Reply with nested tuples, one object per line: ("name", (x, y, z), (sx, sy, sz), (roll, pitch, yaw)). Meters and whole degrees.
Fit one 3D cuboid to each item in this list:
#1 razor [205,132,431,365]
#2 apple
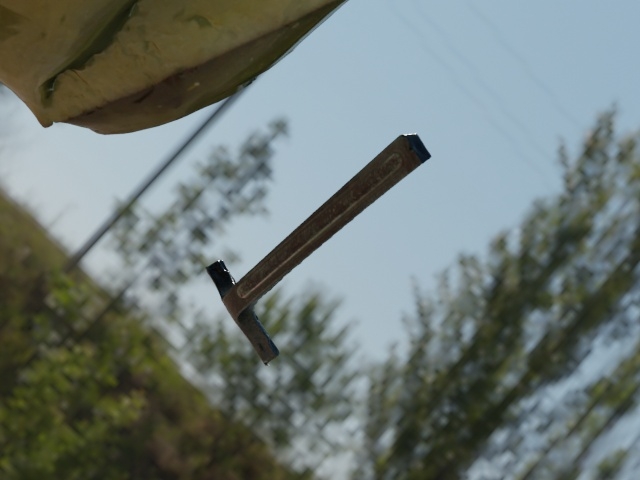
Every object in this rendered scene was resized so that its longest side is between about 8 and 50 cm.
("razor", (-0.004, 0.002, 0.909), (0.190, 0.033, 0.066), (-42, -104, 45))
("apple", (-0.080, -0.147, 0.766), (0.174, 0.188, 0.207), (58, 8, 13))
